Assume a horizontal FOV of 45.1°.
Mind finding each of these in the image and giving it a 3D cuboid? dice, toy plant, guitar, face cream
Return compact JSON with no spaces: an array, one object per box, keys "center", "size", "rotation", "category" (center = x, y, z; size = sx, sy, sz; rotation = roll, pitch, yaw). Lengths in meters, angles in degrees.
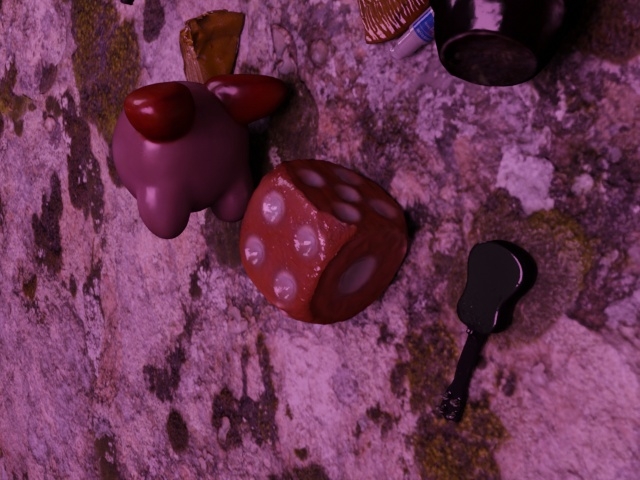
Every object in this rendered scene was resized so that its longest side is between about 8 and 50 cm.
[{"center":[0.000,0.000,1.087],"size":[0.179,0.174,0.174],"rotation":[43,124,31],"category":"dice"},{"center":[0.218,-0.301,0.853],"size":[0.218,0.175,0.235],"rotation":[-1,69,50],"category":"toy plant"},{"center":[0.199,0.128,1.006],"size":[0.083,0.038,0.271],"rotation":[33,117,38],"category":"guitar"},{"center":[0.141,-0.282,1.010],"size":[0.130,0.034,0.034],"rotation":[-36,71,41],"category":"face cream"}]

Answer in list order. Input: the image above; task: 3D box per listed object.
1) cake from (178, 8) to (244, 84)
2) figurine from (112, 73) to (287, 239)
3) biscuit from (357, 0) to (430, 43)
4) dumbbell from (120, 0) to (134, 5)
[{"center":[-0.180,-0.311,1.318],"size":[0.079,0.116,0.185],"rotation":[32,148,42],"category":"cake"},{"center":[-0.221,-0.165,1.239],"size":[0.211,0.269,0.262],"rotation":[38,131,34],"category":"figurine"},{"center":[0.101,-0.390,1.036],"size":[0.176,0.031,0.229],"rotation":[-3,94,43],"category":"biscuit"},{"center":[-0.293,-0.590,1.286],"size":[0.185,0.185,0.389],"rotation":[32,117,37],"category":"dumbbell"}]
